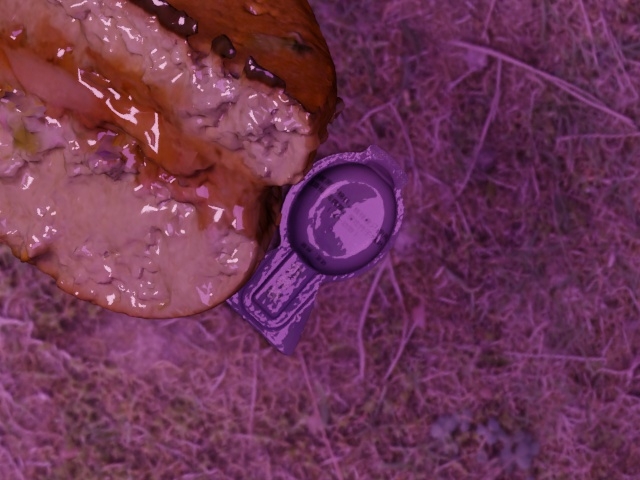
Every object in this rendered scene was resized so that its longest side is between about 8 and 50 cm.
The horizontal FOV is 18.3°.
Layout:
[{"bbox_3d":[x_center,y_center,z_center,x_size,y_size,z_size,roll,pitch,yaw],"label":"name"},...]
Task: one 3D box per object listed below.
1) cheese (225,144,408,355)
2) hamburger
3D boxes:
[{"bbox_3d":[0.000,0.000,1.707,0.105,0.042,0.191,44,82,-15],"label":"cheese"},{"bbox_3d":[-0.159,-0.138,1.519,0.445,0.287,0.268,32,120,19],"label":"hamburger"}]
